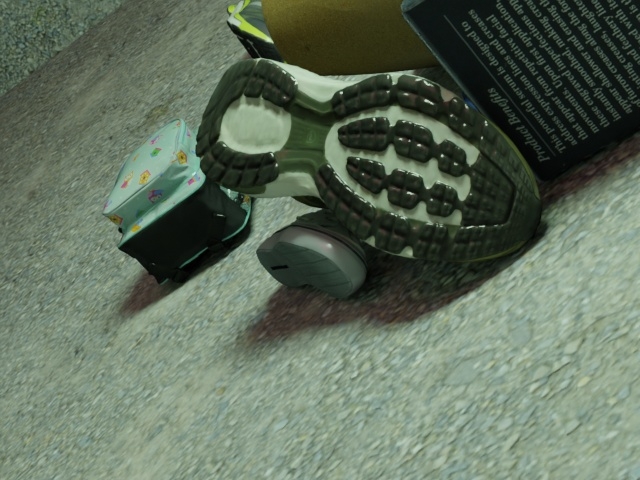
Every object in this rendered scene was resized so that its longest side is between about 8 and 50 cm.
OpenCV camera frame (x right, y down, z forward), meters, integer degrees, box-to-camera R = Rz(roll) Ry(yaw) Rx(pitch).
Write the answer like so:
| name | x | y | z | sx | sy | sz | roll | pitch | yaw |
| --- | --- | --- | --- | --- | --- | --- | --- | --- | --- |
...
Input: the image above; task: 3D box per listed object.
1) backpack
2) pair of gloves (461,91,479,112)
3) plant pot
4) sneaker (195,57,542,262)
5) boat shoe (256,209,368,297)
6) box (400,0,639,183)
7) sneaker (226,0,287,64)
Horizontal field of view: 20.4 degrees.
| name | x | y | z | sx | sy | sz | roll | pitch | yaw |
| --- | --- | --- | --- | --- | --- | --- | --- | --- | --- |
| backpack | -0.163 | -0.061 | 2.121 | 0.166 | 0.144 | 0.188 | -38 | 14 | 26 |
| pair of gloves | 0.099 | -0.088 | 1.836 | 0.198 | 0.023 | 0.159 | -43 | 18 | -7 |
| plant pot | 0.072 | -0.278 | 1.912 | 0.254 | 0.237 | 0.237 | -19 | 26 | 26 |
| sneaker | 0.072 | -0.075 | 1.654 | 0.410 | 0.182 | 0.158 | 23 | 98 | 46 |
| boat shoe | 0.000 | 0.000 | 1.730 | 0.076 | 0.083 | 0.226 | -47 | 18 | -13 |
| box | 0.303 | -0.282 | 1.564 | 0.395 | 0.212 | 0.293 | -30 | 21 | 28 |
| sneaker | -0.063 | -0.322 | 2.590 | 0.121 | 0.111 | 0.300 | -35 | 20 | 6 |
